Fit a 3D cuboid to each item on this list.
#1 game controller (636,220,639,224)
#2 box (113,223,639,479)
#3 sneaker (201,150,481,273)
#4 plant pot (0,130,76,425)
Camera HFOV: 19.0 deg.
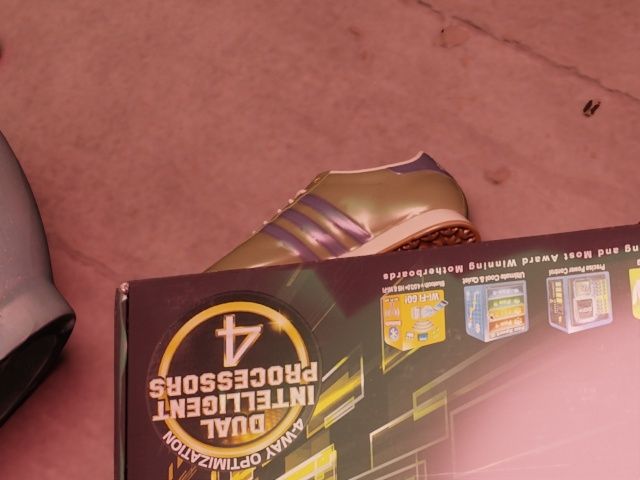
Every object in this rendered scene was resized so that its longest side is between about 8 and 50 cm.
[{"bbox_3d":[0.294,-0.005,1.121,0.319,0.067,0.166,-44,71,-11],"label":"game controller"},{"bbox_3d":[0.086,0.161,1.017,0.394,0.097,0.318,-6,72,14],"label":"box"},{"bbox_3d":[0.000,0.000,1.201,0.192,0.064,0.086,-18,48,5],"label":"sneaker"},{"bbox_3d":[-0.273,0.044,1.147,0.196,0.293,0.293,43,77,6],"label":"plant pot"}]
